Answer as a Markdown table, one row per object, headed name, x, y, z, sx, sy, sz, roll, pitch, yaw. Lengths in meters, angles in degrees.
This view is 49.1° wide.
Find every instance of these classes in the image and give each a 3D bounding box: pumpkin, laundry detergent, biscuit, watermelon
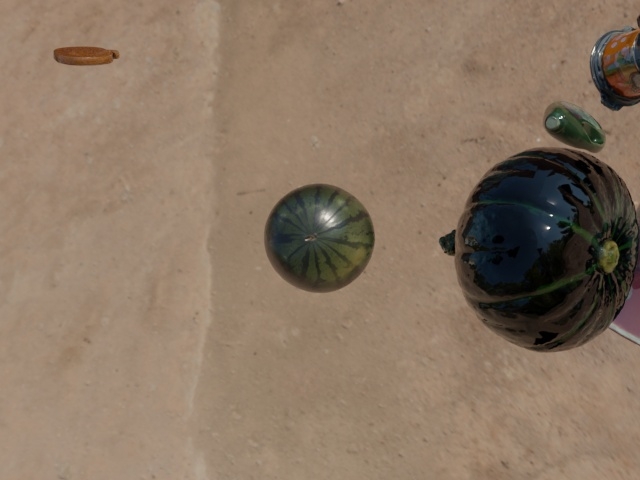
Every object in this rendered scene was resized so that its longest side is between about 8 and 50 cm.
| name | x | y | z | sx | sy | sz | roll | pitch | yaw |
| --- | --- | --- | --- | --- | --- | --- | --- | --- | --- |
| pumpkin | 0.253 | 0.006 | 0.865 | 0.248 | 0.248 | 0.247 | -15 | 58 | 25 |
| laundry detergent | 0.507 | -0.228 | 1.415 | 0.137 | 0.211 | 0.063 | 51 | 120 | 17 |
| biscuit | -0.292 | -0.229 | 0.877 | 0.091 | 0.078 | 0.015 | 41 | 134 | 55 |
| watermelon | 0.000 | 0.000 | 0.681 | 0.105 | 0.133 | 0.105 | -1 | 80 | 5 |

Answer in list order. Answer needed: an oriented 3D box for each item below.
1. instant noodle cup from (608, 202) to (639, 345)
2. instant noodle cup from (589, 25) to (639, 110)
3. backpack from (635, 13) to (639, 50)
| name | x | y | z | sx | sy | sz | roll | pitch | yaw |
| --- | --- | --- | --- | --- | --- | --- | --- | --- | --- |
| instant noodle cup | 0.567 | 0.037 | 1.079 | 0.243 | 0.243 | 0.231 | 33 | 119 | 40 |
| instant noodle cup | 0.716 | -0.400 | 1.566 | 0.125 | 0.178 | 0.208 | 171 | 105 | -70 |
| backpack | 0.468 | -0.292 | 0.851 | 0.120 | 0.165 | 0.106 | -30 | 67 | -38 |
